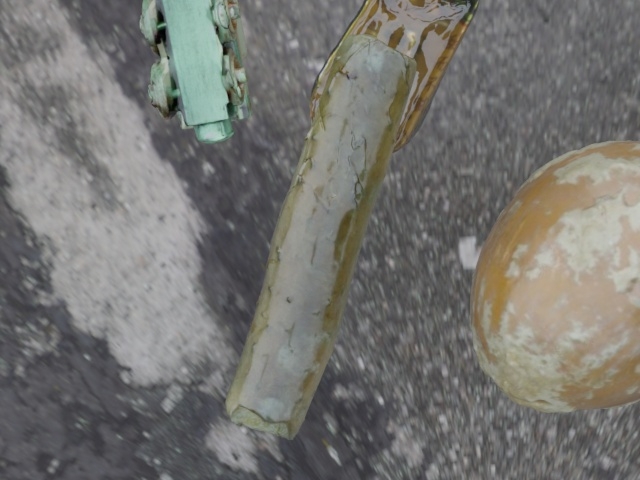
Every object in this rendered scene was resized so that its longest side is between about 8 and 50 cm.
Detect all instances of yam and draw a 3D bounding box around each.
[{"bbox_3d":[0.000,0.000,1.214,0.071,0.067,0.317,19,98,4],"label":"yam"}]

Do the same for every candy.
[{"bbox_3d":[0.080,-0.185,1.406,0.101,0.143,0.271,33,114,3],"label":"candy"}]

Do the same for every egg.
[{"bbox_3d":[0.225,0.029,1.261,0.245,0.203,0.203,-41,74,-7],"label":"egg"}]

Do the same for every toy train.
[{"bbox_3d":[-0.095,-0.175,1.237,0.080,0.125,0.194,-8,105,10],"label":"toy train"}]
